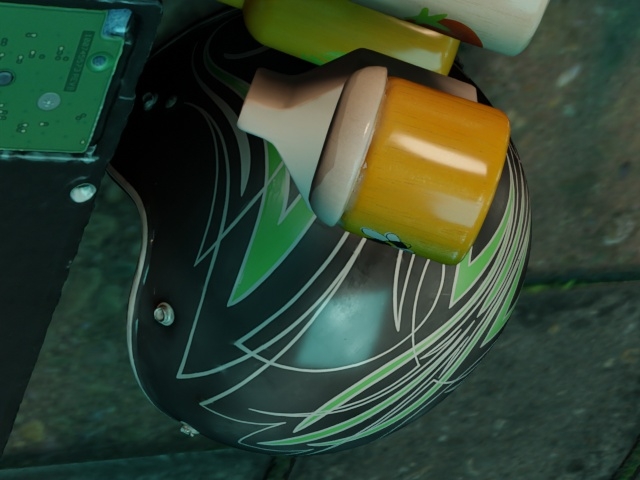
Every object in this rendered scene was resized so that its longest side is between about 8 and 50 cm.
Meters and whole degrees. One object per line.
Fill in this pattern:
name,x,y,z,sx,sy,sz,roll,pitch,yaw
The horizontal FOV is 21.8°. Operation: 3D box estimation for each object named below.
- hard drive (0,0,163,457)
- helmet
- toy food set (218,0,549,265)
hard drive,-0.220,0.007,0.645,0.236,0.064,0.339,1,138,-26
helmet,0.000,0.000,0.657,0.169,0.162,0.169,-13,142,-10
toy food set,0.001,-0.077,0.473,0.104,0.232,0.111,19,110,-3
